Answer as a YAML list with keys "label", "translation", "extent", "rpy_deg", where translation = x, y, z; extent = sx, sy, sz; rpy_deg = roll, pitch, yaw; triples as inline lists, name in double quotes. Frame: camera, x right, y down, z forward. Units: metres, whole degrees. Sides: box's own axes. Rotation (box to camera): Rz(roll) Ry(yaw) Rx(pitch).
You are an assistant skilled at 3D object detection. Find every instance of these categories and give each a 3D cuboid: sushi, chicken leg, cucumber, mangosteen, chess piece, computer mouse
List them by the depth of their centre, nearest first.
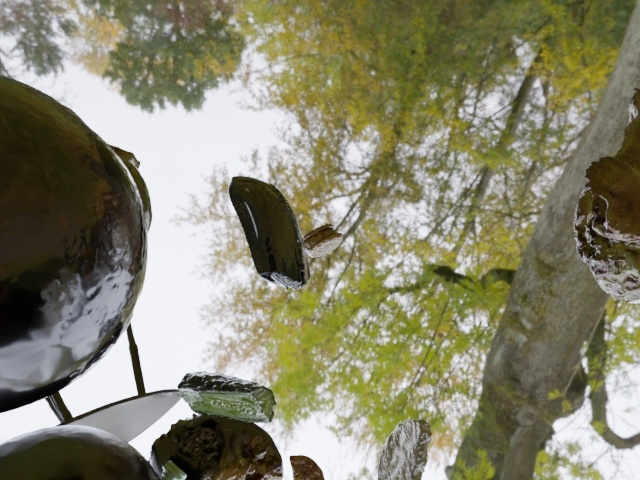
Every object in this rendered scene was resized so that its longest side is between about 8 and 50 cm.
- label: "mangosteen"
  translation: [-0.293, 0.009, 0.459]
  extent: [0.297, 0.297, 0.313]
  rpy_deg: [12, 168, 7]
- label: "mangosteen"
  translation: [-0.331, 0.394, 0.635]
  extent: [0.330, 0.330, 0.330]
  rpy_deg: [6, -149, -4]
- label: "chicken leg"
  translation: [0.474, -0.085, 0.789]
  extent: [0.140, 0.361, 0.211]
  rpy_deg: [-6, 161, 45]
- label: "chess piece"
  translation: [-0.255, 0.396, 0.795]
  extent: [0.042, 0.042, 0.093]
  rpy_deg: [25, -123, 25]
- label: "computer mouse"
  translation: [-0.074, -0.022, 0.818]
  extent: [0.122, 0.073, 0.217]
  rpy_deg: [17, -133, -64]
- label: "cucumber"
  translation: [-0.152, 0.256, 0.860]
  extent: [0.211, 0.078, 0.062]
  rpy_deg: [-12, -155, 41]
- label: "sushi"
  translation: [-0.199, 0.442, 0.982]
  extent: [0.213, 0.200, 0.204]
  rpy_deg: [-32, -119, -33]

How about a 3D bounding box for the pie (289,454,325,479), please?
- label: "pie"
  translation: [-0.028, 0.601, 1.208]
  extent: [0.088, 0.191, 0.033]
  rpy_deg: [-2, 171, -22]

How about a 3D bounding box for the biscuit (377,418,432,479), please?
- label: "biscuit"
  translation: [0.157, 0.465, 0.998]
  extent: [0.032, 0.250, 0.133]
  rpy_deg: [11, 173, -25]

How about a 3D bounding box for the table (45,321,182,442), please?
- label: "table"
  translation: [-0.508, 0.298, 1.064]
  extent: [0.317, 0.317, 0.249]
  rpy_deg: [-18, -119, -37]

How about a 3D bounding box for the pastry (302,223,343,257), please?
- label: "pastry"
  translation: [0.000, 0.000, 1.243]
  extent: [0.057, 0.109, 0.097]
  rpy_deg: [61, -171, 17]
